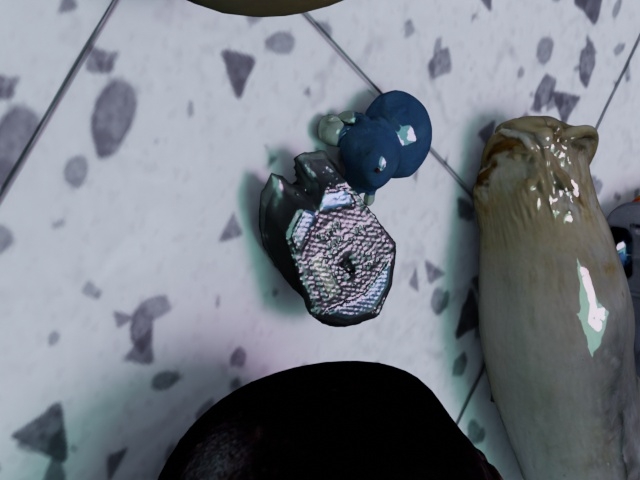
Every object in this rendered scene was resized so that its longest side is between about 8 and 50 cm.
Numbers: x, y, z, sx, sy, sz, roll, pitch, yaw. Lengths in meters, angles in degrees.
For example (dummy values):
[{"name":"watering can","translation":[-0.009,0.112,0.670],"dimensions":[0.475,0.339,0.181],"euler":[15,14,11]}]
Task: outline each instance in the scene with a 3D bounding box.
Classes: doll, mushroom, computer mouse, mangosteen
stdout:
[{"name":"doll","translation":[0.043,-0.063,0.906],"dimensions":[0.083,0.050,0.076],"euler":[-38,132,-36]},{"name":"mushroom","translation":[0.206,0.083,1.076],"dimensions":[0.177,0.126,0.397],"euler":[-52,134,-34]},{"name":"computer mouse","translation":[0.000,0.000,0.879],"dimensions":[0.079,0.047,0.135],"euler":[-40,121,-21]},{"name":"mangosteen","translation":[-0.021,0.222,0.800],"dimensions":[0.302,0.275,0.275],"euler":[-24,125,-3]}]

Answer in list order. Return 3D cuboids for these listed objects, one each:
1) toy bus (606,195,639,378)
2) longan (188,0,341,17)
[{"name":"toy bus","translation":[0.343,0.047,1.218],"dimensions":[0.136,0.126,0.209],"euler":[-34,126,-47]},{"name":"longan","translation":[-0.022,-0.206,0.708],"dimensions":[0.189,0.189,0.189],"euler":[-18,115,-44]}]
